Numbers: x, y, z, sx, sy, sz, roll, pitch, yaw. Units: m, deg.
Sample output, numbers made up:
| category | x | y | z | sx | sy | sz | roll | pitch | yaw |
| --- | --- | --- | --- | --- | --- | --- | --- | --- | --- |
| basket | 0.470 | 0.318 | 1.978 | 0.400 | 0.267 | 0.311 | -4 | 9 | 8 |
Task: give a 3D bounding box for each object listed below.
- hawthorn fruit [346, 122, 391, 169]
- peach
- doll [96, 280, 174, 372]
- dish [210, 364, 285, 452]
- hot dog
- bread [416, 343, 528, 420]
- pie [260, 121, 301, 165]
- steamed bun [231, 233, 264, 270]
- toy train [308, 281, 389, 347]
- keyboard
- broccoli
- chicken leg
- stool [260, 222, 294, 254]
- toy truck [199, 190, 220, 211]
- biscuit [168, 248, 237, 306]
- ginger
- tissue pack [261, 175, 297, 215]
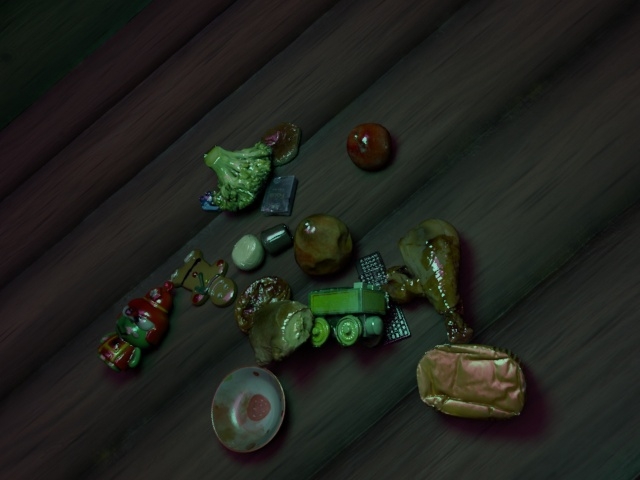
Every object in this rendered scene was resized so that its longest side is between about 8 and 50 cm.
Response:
| category | x | y | z | sx | sy | sz | roll | pitch | yaw |
| --- | --- | --- | --- | --- | --- | --- | --- | --- | --- |
| hawthorn fruit | 0.172 | -0.335 | 1.805 | 0.172 | 0.173 | 0.173 | -9 | 63 | 18 |
| peach | 0.000 | 0.000 | 1.685 | 0.214 | 0.236 | 0.215 | -7 | 57 | 11 |
| doll | -0.647 | 0.303 | 1.845 | 0.182 | 0.160 | 0.363 | 26 | 75 | 29 |
| dish | -0.215 | 0.532 | 1.608 | 0.259 | 0.085 | 0.261 | -9 | 65 | 19 |
| hot dog | -0.198 | 0.219 | 1.742 | 0.160 | 0.099 | 0.227 | 32 | 78 | 30 |
| bread | 0.412 | 0.382 | 1.385 | 0.287 | 0.156 | 0.205 | -8 | 78 | 19 |
| pie | -0.165 | -0.389 | 2.040 | 0.194 | 0.046 | 0.195 | -10 | 63 | 19 |
| steamed bun | -0.253 | 0.049 | 1.842 | 0.112 | 0.090 | 0.130 | 35 | 96 | 40 |
| toy train | 0.077 | 0.234 | 1.558 | 0.271 | 0.159 | 0.189 | -10 | 74 | 41 |
| keyboard | 0.193 | 0.182 | 1.644 | 0.100 | 0.018 | 0.310 | -23 | 60 | 10 |
| broccoli | -0.310 | -0.262 | 1.910 | 0.247 | 0.245 | 0.289 | -29 | 42 | 33 |
| chicken leg | 0.320 | 0.139 | 1.516 | 0.295 | 0.182 | 0.410 | -30 | 50 | 21 |
| stool | -0.156 | -0.008 | 1.832 | 0.110 | 0.096 | 0.096 | -26 | 59 | 5 |
| toy truck | -0.437 | -0.148 | 2.037 | 0.073 | 0.056 | 0.090 | -40 | 71 | 6 |
| biscuit | -0.431 | 0.147 | 1.898 | 0.301 | 0.049 | 0.197 | 29 | 82 | 29 |
| ginger | -0.128 | 0.290 | 1.556 | 0.276 | 0.130 | 0.221 | -54 | 27 | 26 |
| tissue pack | -0.154 | -0.170 | 1.930 | 0.112 | 0.051 | 0.157 | 1 | 67 | 22 |
